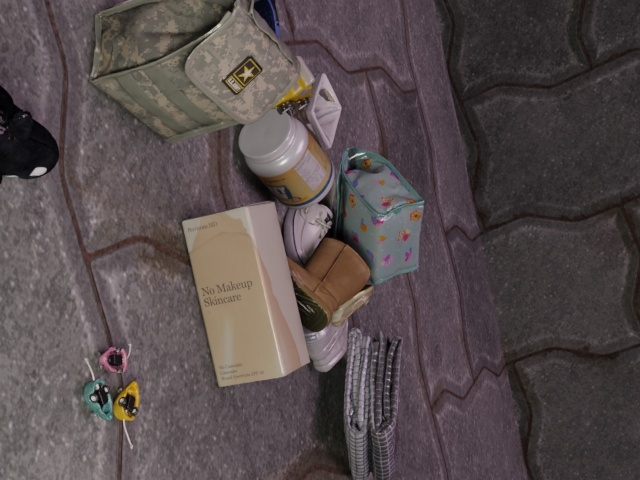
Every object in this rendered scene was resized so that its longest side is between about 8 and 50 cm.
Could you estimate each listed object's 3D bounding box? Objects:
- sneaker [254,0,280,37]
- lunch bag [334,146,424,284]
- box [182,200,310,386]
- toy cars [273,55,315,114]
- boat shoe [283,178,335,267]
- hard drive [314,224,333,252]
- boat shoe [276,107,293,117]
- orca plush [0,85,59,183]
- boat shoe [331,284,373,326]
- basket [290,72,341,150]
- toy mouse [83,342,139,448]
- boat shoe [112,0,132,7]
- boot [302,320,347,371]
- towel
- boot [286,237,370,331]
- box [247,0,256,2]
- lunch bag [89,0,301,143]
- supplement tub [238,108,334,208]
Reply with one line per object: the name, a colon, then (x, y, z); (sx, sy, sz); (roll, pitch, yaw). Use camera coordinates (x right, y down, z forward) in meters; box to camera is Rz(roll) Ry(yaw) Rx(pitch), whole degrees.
sneaker: (-0.128, -0.537, 2.246); (0.090, 0.081, 0.232); (-22, 98, -60)
lunch bag: (0.114, -0.066, 2.353); (0.262, 0.160, 0.223); (50, -30, 40)
box: (-0.135, 0.095, 1.837); (0.121, 0.148, 0.311); (-16, 92, -67)
toy cars: (-0.124, -0.366, 1.957); (0.393, 0.087, 0.176); (33, 31, -42)
boat shoe: (-0.015, -0.047, 2.256); (0.267, 0.088, 0.096); (-75, 145, -48)
hard drive: (0.000, 0.000, 2.354); (0.094, 0.022, 0.135); (52, 34, -48)
boat shoe: (-0.095, -0.307, 2.207); (0.079, 0.081, 0.228); (-31, 108, -66)
orca plush: (-0.428, -0.176, 1.334); (0.287, 0.102, 0.151); (55, 32, -42)
boat shoe: (0.067, 0.138, 2.189); (0.153, 0.056, 0.048); (-33, 115, -52)
basket: (-0.028, -0.291, 2.329); (0.167, 0.103, 0.113); (-75, 146, -46)
toy mouse: (-0.318, 0.209, 1.491); (0.143, 0.031, 0.161); (50, 35, -49)
boat shoe: (-0.308, -0.397, 1.790); (0.184, 0.066, 0.063); (-41, 116, -75)
boot: (0.022, 0.177, 2.253); (0.258, 0.095, 0.123); (-59, 139, -47)
towel: (0.125, 0.369, 2.267); (0.235, 0.121, 0.284); (81, 12, -50)
boot: (-0.026, 0.056, 2.099); (0.236, 0.089, 0.269); (49, 29, -4)
box: (-0.187, -0.536, 2.079); (0.101, 0.102, 0.087); (3, 74, -65)
lunch bag: (-0.200, -0.300, 1.695); (0.235, 0.287, 0.169); (40, 43, -57)
supplement tub: (-0.071, -0.171, 2.115); (0.200, 0.144, 0.144); (48, 37, -50)
